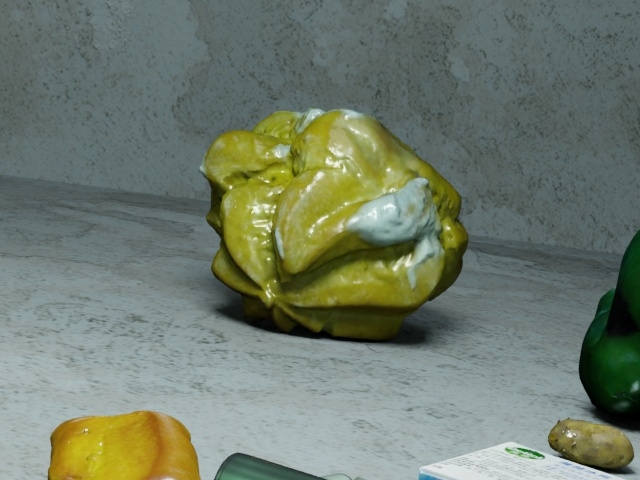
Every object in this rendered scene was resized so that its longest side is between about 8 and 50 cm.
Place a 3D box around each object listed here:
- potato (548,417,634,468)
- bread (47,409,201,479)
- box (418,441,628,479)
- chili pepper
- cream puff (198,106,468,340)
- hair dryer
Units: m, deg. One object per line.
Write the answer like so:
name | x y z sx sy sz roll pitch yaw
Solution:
potato | 0.260 0.197 1.458 0.083 0.040 0.051 14 31 3
bread | -0.132 0.172 1.005 0.102 0.094 0.245 2 8 -8
box | 0.181 0.213 1.104 0.194 0.073 0.139 14 9 36
chili pepper | 0.416 0.100 1.676 0.233 0.248 0.257 23 21 16
cream puff | 0.000 0.000 1.954 0.378 0.275 0.378 24 -17 8
hair dryer | 0.002 0.195 1.159 0.100 0.057 0.198 14 3 24
